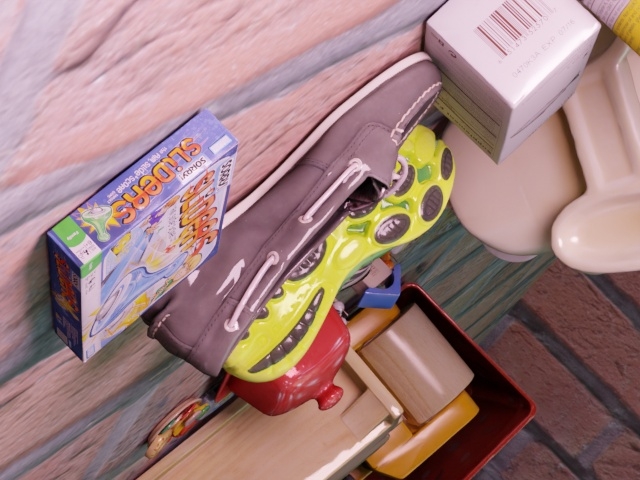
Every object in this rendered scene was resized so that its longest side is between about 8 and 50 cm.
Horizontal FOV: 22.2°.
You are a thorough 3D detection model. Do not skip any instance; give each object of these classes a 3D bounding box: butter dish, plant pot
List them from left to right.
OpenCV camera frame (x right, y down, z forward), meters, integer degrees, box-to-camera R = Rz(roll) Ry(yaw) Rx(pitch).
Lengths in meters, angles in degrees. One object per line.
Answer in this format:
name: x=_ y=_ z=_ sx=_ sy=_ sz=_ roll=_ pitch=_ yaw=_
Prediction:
butter dish: x=-0.023 y=0.139 z=1.814 sx=0.160 sy=0.118 sz=0.160 roll=-39 pitch=167 yaw=-28
plant pot: x=0.127 y=0.239 z=2.450 sx=0.267 sy=0.267 sz=0.236 roll=-45 pitch=-179 yaw=0

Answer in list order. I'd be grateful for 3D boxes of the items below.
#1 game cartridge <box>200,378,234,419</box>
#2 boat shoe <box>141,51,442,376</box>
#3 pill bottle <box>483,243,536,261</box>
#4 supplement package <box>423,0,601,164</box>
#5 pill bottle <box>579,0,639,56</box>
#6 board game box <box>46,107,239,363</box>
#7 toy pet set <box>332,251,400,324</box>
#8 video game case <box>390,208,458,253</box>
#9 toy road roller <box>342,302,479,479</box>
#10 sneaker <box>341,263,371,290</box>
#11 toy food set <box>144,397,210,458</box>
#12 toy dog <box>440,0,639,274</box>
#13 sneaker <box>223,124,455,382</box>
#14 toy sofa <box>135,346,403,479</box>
game cartridge: x=-0.112 y=0.175 z=1.898 sx=0.083 sy=0.017 sz=0.056 roll=-37 pitch=171 yaw=-35
boat shoe: x=-0.005 y=-0.020 z=1.327 sx=0.335 sy=0.095 sz=0.112 roll=-41 pitch=169 yaw=-19
pill bottle: x=0.295 y=-0.057 z=2.191 sx=0.131 sy=0.131 sz=0.229 roll=-52 pitch=172 yaw=33
supplement package: x=0.158 y=-0.155 z=1.400 sx=0.105 sy=0.105 sz=0.179 roll=-44 pitch=170 yaw=-7
pill bottle: x=0.270 y=-0.215 z=1.307 sx=0.119 sy=0.208 sz=0.119 roll=-42 pitch=169 yaw=-10
board game box: x=-0.124 y=0.001 z=1.125 sx=0.136 sy=0.035 sz=0.201 roll=-41 pitch=169 yaw=-19
toy pet set: x=0.066 y=0.062 z=1.999 sx=0.122 sy=0.065 sz=0.114 roll=-40 pitch=169 yaw=-27
video game case: x=0.190 y=-0.083 z=2.021 sx=0.227 sy=0.026 sz=0.206 roll=-49 pitch=169 yaw=23
toy road roller: x=0.030 y=0.237 z=2.215 sx=0.329 sy=0.202 sz=0.240 roll=-39 pitch=-178 yaw=-8
sneaker: x=0.039 y=0.001 z=1.677 sx=0.170 sy=0.063 sz=0.075 roll=-41 pitch=170 yaw=6
toy food set: x=-0.160 y=0.206 z=1.817 sx=0.082 sy=0.020 sz=0.083 roll=-49 pitch=168 yaw=22
toy dog: x=0.343 y=-0.091 z=1.740 sx=0.408 sy=0.284 sz=0.395 roll=-11 pitch=162 yaw=-47
sneaker: x=0.000 y=0.000 z=1.483 sx=0.295 sy=0.109 sz=0.123 roll=-45 pitch=-164 yaw=-14
toy sofa: x=-0.080 y=0.275 z=1.993 sx=0.362 sy=0.150 sz=0.177 roll=-39 pitch=169 yaw=-12
